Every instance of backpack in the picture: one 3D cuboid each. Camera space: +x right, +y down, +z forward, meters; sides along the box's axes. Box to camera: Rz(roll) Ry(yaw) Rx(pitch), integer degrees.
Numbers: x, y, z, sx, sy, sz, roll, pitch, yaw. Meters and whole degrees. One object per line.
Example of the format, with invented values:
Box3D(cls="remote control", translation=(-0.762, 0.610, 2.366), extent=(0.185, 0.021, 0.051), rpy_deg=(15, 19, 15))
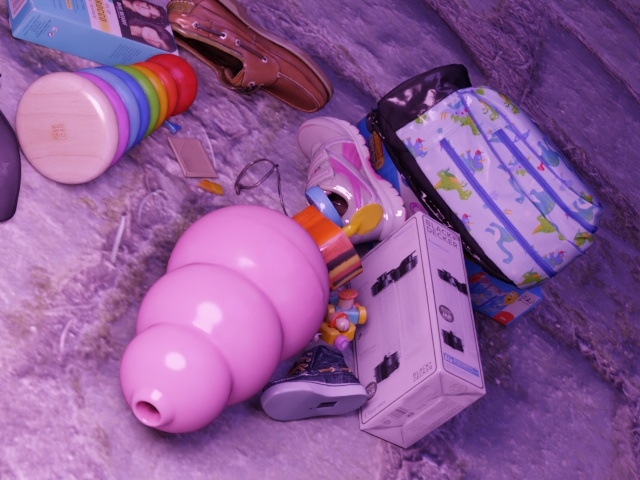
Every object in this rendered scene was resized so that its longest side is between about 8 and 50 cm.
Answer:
Box3D(cls="backpack", translation=(0.257, -0.092, 2.002), extent=(0.290, 0.273, 0.355), rpy_deg=(1, 65, -84))

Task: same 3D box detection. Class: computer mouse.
Box3D(cls="computer mouse", translation=(-0.439, -0.149, 1.571), extent=(0.184, 0.060, 0.262), rpy_deg=(17, 44, -40))

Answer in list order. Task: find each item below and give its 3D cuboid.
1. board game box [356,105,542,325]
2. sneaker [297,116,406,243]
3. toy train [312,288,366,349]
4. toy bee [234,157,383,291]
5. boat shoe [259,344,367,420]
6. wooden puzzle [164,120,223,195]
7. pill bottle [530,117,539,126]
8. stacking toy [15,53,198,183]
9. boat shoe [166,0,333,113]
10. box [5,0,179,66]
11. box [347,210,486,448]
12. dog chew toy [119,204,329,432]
Box3D(cls="board game box", translation=(0.210, -0.049, 2.191), extent=(0.302, 0.086, 0.308), rpy_deg=(26, 39, -30))
Box3D(cls="sneaker", translation=(0.024, -0.092, 2.005), extent=(0.111, 0.103, 0.252), rpy_deg=(-14, 51, -30))
Box3D(cls="toy train", translation=(-0.005, 0.095, 1.794), extent=(0.125, 0.046, 0.166), rpy_deg=(20, 24, 16))
Box3D(cls="toy bee", translation=(0.000, 0.000, 1.839), extent=(0.162, 0.195, 0.298), rpy_deg=(59, 14, -31))
Box3D(cls="boat shoe", translation=(-0.022, 0.183, 1.722), extent=(0.183, 0.065, 0.083), rpy_deg=(8, 42, -48))
Box3D(cls="wooden puzzle", translation=(-0.182, -0.115, 1.876), extent=(0.078, 0.014, 0.116), rpy_deg=(11, 49, -49))
Box3D(cls="pill bottle", translation=(0.379, -0.113, 2.421), extent=(0.117, 0.117, 0.215), rpy_deg=(14, 47, -41))
Box3D(cls="stacking toy", translation=(-0.264, -0.181, 1.762), extent=(0.141, 0.141, 0.330), rpy_deg=(48, 26, 0))
Box3D(cls="boat shoe", translation=(-0.116, -0.274, 2.045), extent=(0.307, 0.111, 0.104), rpy_deg=(34, 61, -24))
Box3D(cls="box", translation=(-0.321, -0.308, 1.866), extent=(0.244, 0.060, 0.100), rpy_deg=(12, 48, -42))
Box3D(cls="box", translation=(0.128, 0.121, 1.853), extent=(0.087, 0.169, 0.290), rpy_deg=(27, 38, -30))
Box3D(cls="dog chew toy", translation=(-0.123, 0.101, 1.571), extent=(0.206, 0.206, 0.332), rpy_deg=(44, 42, -7))
